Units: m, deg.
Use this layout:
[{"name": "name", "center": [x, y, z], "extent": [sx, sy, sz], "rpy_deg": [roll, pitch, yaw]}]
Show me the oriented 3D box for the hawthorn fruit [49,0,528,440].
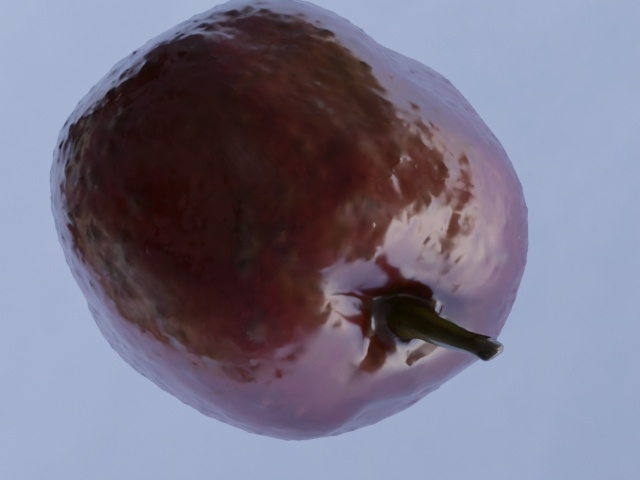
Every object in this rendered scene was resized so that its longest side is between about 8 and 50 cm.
[{"name": "hawthorn fruit", "center": [0.000, 0.000, 1.058], "extent": [0.287, 0.287, 0.330], "rpy_deg": [-49, -135, -6]}]
